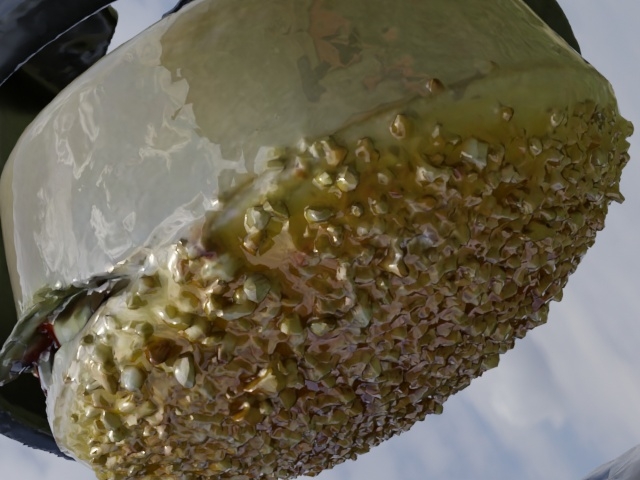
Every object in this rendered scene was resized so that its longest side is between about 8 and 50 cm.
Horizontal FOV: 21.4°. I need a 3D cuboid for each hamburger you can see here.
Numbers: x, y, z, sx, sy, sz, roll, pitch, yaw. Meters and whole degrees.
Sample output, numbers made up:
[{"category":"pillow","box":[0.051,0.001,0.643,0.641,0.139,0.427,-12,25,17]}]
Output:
[{"category":"hamburger","box":[0.000,0.000,0.763,0.302,0.302,0.170,12,-130,-64]}]

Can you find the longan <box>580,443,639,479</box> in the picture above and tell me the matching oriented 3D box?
[{"category":"longan","box":[0.286,0.331,1.263,0.404,0.436,0.403,-11,-90,-70]}]

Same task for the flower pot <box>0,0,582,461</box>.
[{"category":"flower pot","box":[-0.065,-0.091,0.934,0.379,0.379,0.251,39,-159,-42]}]
